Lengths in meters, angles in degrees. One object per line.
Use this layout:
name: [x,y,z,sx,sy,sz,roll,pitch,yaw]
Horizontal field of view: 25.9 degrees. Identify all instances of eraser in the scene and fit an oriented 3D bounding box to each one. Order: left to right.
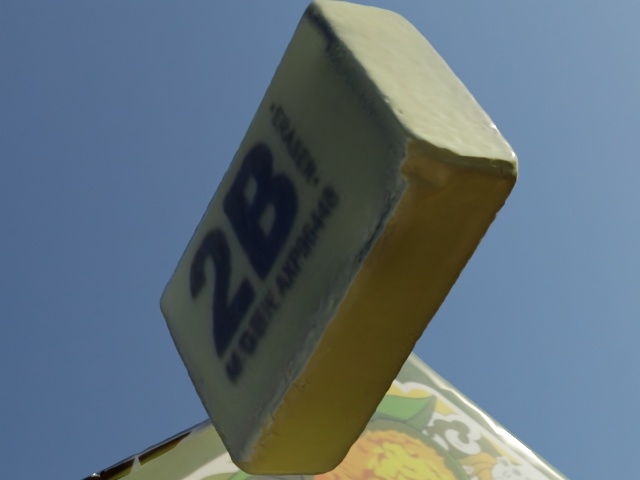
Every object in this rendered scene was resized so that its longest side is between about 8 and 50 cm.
eraser: [0.000,0.000,0.580,0.058,0.117,0.172,7,-53,-34]

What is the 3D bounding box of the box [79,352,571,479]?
box: [0.057,0.255,0.658,0.373,0.420,0.138,-21,-37,-53]
